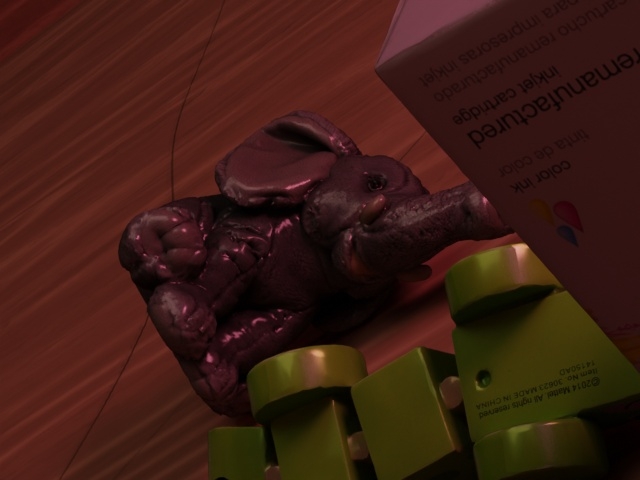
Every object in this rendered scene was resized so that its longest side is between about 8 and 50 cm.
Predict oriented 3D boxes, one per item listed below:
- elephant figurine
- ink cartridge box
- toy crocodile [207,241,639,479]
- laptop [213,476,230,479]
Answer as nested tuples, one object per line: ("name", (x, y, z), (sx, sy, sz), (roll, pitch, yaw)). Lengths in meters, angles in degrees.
("elephant figurine", (0.000, 0.000, 1.286), (0.239, 0.186, 0.169), (-31, -24, -3))
("ink cartridge box", (0.191, -0.041, 0.776), (0.201, 0.278, 0.117), (-27, 27, 35))
("toy crocodile", (0.066, 0.091, 1.005), (0.340, 0.105, 0.115), (-27, 65, 33))
("laptop", (-0.034, 0.274, 0.756), (0.408, 0.236, 0.382), (-61, -7, 26))
